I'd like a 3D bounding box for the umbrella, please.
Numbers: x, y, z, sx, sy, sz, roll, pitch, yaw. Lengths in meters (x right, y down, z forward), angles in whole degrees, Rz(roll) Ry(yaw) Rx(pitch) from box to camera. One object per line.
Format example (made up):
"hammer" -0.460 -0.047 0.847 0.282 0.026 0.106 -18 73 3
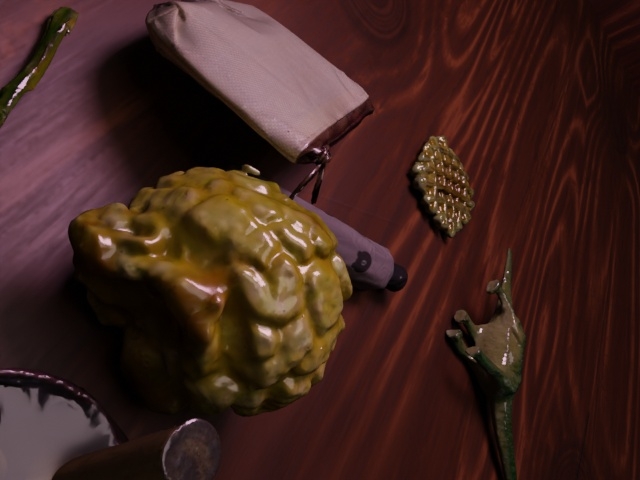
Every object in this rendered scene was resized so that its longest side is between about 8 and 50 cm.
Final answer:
"umbrella" 0.000 0.000 0.774 0.337 0.067 0.073 28 67 -38

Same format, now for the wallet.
"wallet" -0.060 -0.195 0.710 0.275 0.068 0.335 41 29 -4

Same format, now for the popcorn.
"popcorn" -0.107 0.044 0.552 0.251 0.206 0.237 7 84 -32

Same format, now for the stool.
"stool" -0.207 0.212 0.386 0.272 0.178 0.272 18 62 -39

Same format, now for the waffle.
"waffle" 0.228 -0.099 1.075 0.169 0.036 0.183 55 44 -18

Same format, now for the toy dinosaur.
"toy dinosaur" 0.331 0.238 1.013 0.301 0.087 0.447 50 52 -19

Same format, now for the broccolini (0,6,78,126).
"broccolini" -0.296 -0.133 0.551 0.057 0.071 0.254 8 53 0
